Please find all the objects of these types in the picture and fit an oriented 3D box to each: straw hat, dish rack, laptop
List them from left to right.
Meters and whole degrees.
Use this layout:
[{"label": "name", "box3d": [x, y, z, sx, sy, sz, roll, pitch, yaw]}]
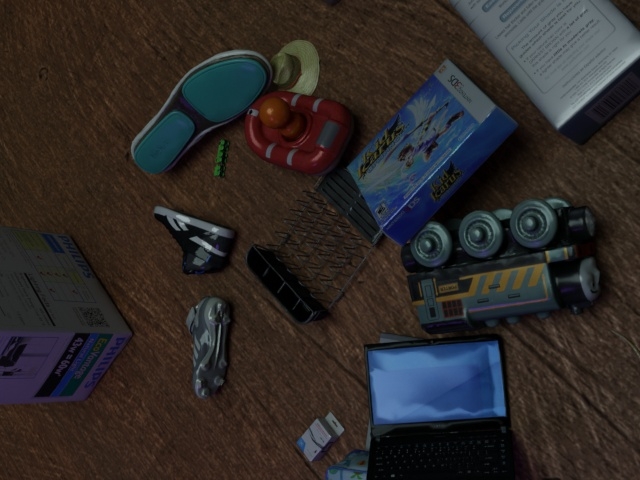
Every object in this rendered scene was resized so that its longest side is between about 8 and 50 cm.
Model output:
[{"label": "straw hat", "box3d": [-0.073, -0.342, 1.817, 0.144, 0.061, 0.144, -6, 79, 34]}, {"label": "dish rack", "box3d": [0.000, 0.000, 1.701, 0.208, 0.074, 0.271, 45, 108, 31]}, {"label": "laptop", "box3d": [0.181, 0.285, 1.434, 0.234, 0.264, 0.136, -7, 117, 12]}]

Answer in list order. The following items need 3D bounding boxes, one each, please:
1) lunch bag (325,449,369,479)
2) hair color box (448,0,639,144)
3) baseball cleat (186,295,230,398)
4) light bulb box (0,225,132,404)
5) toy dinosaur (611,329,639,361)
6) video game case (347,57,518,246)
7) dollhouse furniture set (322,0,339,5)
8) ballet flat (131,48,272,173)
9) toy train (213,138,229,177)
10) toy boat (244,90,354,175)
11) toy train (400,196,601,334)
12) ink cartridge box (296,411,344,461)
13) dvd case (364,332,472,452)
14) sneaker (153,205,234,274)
[{"label": "lunch bag", "box3d": [0.117, 0.452, 1.517, 0.219, 0.090, 0.176, -4, 98, 36]}, {"label": "hair color box", "box3d": [0.365, -0.358, 1.473, 0.185, 0.113, 0.374, -43, 61, 22]}, {"label": "baseball cleat", "box3d": [-0.235, 0.216, 1.849, 0.109, 0.072, 0.206, 5, 80, 50]}, {"label": "light bulb box", "box3d": [-0.676, 0.158, 1.985, 0.225, 0.361, 0.358, -52, 57, 19]}, {"label": "toy dinosaur", "box3d": [0.484, 0.211, 1.305, 0.053, 0.092, 0.183, -25, 69, 30]}, {"label": "video game case", "box3d": [0.177, -0.155, 1.523, 0.269, 0.061, 0.244, -47, 27, 14]}, {"label": "dollhouse furniture set", "box3d": [-0.002, -0.561, 1.725, 0.129, 0.183, 0.129, -30, 66, 28]}, {"label": "ballet flat", "box3d": [-0.251, -0.290, 1.895, 0.400, 0.139, 0.139, -36, 64, 31]}, {"label": "toy train", "box3d": [-0.211, -0.174, 1.917, 0.023, 0.017, 0.083, 5, 85, 47]}, {"label": "toy boat", "box3d": [-0.060, -0.222, 1.717, 0.231, 0.151, 0.151, 19, 81, 41]}, {"label": "toy train", "box3d": [0.288, 0.043, 1.458, 0.334, 0.142, 0.190, -12, 87, 32]}, {"label": "ink cartridge box", "box3d": [0.000, 0.361, 1.669, 0.083, 0.028, 0.048, -52, 58, 17]}, {"label": "dvd case", "box3d": [0.168, 0.289, 1.560, 0.179, 0.029, 0.239, 5, 85, 36]}, {"label": "sneaker", "box3d": [-0.285, 0.006, 1.901, 0.217, 0.079, 0.121, 18, 92, 35]}]
